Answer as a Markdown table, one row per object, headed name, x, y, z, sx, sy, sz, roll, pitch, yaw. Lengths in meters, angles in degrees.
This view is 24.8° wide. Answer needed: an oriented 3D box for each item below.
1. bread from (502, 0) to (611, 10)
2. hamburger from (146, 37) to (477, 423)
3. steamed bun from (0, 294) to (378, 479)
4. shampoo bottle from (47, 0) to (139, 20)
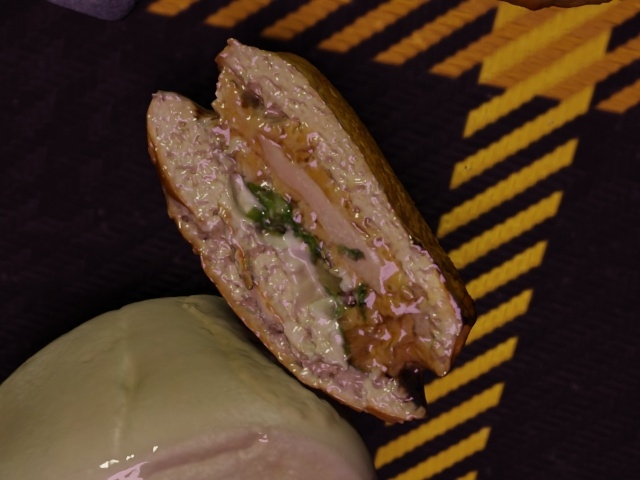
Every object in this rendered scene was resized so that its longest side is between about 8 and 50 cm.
| name | x | y | z | sx | sy | sz | roll | pitch | yaw |
| --- | --- | --- | --- | --- | --- | --- | --- | --- | --- |
| bread | 0.171 | -0.264 | 0.845 | 0.312 | 0.312 | 0.172 | -10 | 70 | 4 |
| hamburger | 0.000 | 0.000 | 1.017 | 0.144 | 0.156 | 0.283 | -36 | 85 | 8 |
| steamed bun | -0.125 | 0.172 | 1.017 | 0.272 | 0.290 | 0.273 | 25 | 93 | -32 |
| shampoo bottle | -0.130 | -0.265 | 0.971 | 0.087 | 0.049 | 0.234 | 18 | 112 | -9 |
